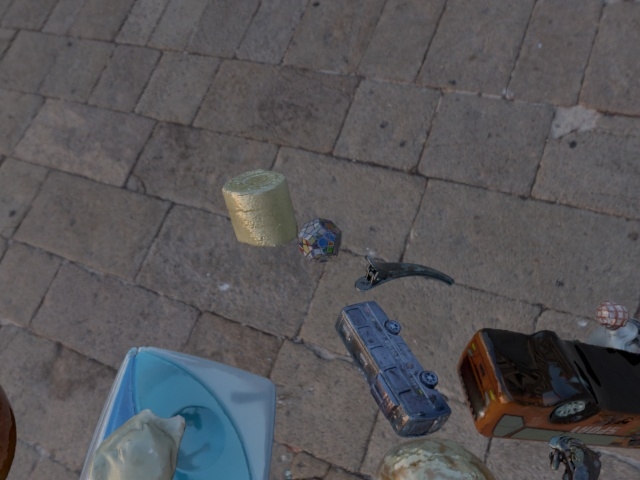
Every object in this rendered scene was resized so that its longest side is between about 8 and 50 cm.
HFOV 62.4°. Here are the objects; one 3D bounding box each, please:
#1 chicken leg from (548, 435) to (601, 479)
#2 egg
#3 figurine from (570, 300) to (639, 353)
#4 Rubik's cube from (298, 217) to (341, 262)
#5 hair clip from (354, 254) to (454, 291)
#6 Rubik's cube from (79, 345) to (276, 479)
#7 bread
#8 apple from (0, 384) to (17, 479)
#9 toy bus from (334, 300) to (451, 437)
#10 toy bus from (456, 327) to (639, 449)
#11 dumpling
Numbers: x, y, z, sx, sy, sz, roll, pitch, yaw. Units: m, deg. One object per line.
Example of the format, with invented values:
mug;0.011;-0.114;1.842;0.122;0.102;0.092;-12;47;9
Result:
chicken leg;0.192;0.253;0.366;0.106;0.051;0.253;-28;27;18
egg;0.201;0.449;0.917;0.245;0.203;0.203;13;72;47
figurine;0.546;0.258;1.029;0.369;0.167;0.281;-9;92;-17
Rubik's cube;0.000;0.000;1.270;0.111;0.093;0.111;-25;37;21
hair clip;0.174;0.066;1.004;0.039;0.229;0.070;51;130;52
Rubik's cube;-0.314;0.464;1.141;0.347;0.352;0.352;19;55;-17
bread;-0.130;-0.067;1.149;0.134;0.141;0.148;-25;28;-23
apple;-0.402;0.178;0.485;0.173;0.235;0.210;-43;46;12
toy bus;0.077;0.143;0.602;0.065;0.047;0.166;-5;43;-30
toy bus;0.334;0.173;0.581;0.408;0.092;0.093;13;40;-20
dumpling;-0.299;0.367;0.855;0.136;0.118;0.199;26;60;0
